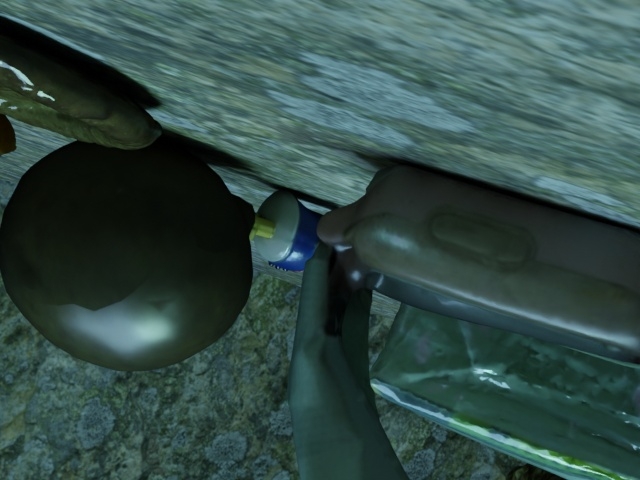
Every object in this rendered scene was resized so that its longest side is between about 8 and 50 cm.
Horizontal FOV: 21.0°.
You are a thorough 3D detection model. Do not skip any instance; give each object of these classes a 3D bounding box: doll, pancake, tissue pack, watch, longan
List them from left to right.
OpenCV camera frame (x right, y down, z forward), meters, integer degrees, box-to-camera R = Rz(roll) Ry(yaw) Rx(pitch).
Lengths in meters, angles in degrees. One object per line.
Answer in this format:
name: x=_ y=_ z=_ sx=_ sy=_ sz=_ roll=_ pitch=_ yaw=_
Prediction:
pancake: x=-0.222 y=-0.107 z=0.956 sx=0.286 sy=0.033 sz=0.288 roll=19 pitch=177 yaw=-13
longan: x=-0.131 y=0.005 z=1.184 sx=0.189 sy=0.189 sz=0.189 roll=19 pitch=176 yaw=1
doll: x=0.000 y=0.000 z=1.268 sx=0.143 sy=0.058 sz=0.099 roll=14 pitch=-170 yaw=-33
watch: x=0.099 y=0.109 z=0.893 sx=0.253 sy=0.241 sz=0.162 roll=18 pitch=178 yaw=21
tissue pack: x=0.170 y=0.091 z=1.147 sx=0.228 sy=0.128 sz=0.311 roll=21 pitch=176 yaw=10

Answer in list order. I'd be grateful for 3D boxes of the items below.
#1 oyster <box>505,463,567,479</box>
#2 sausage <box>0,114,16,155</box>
oyster: x=0.281 y=0.259 z=1.447 sx=0.396 sy=0.111 sz=0.204 roll=24 pitch=169 yaw=36
sausage: x=-0.330 y=-0.101 z=1.250 sx=0.102 sy=0.076 sz=0.302 roll=9 pitch=174 yaw=21
